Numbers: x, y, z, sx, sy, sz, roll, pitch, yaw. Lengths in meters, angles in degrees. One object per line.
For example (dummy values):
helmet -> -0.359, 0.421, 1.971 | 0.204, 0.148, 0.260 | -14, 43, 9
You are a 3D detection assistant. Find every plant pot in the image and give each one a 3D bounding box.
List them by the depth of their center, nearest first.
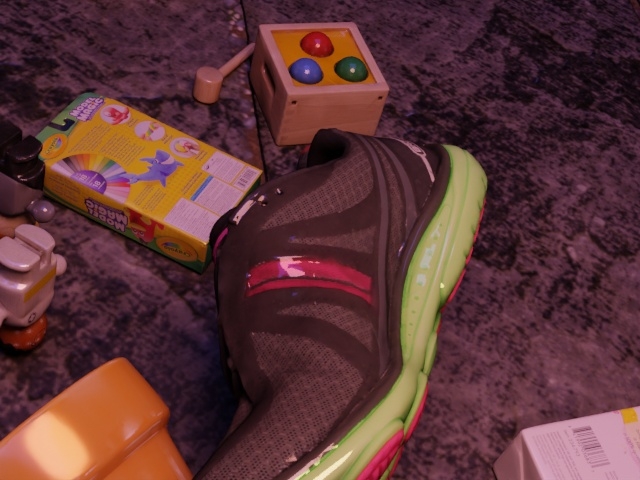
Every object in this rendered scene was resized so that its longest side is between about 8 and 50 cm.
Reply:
plant pot -> -0.155, 0.221, 0.636 | 0.188, 0.205, 0.205 | 47, 53, 4

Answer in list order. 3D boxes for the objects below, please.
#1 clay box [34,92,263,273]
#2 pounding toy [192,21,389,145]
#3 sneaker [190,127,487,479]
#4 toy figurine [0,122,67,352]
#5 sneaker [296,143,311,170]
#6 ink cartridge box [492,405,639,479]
clay box -> -0.188, -0.067, 0.953 | 0.222, 0.053, 0.127 | 26, 49, 9
pounding toy -> -0.048, -0.211, 1.086 | 0.206, 0.094, 0.181 | -7, 52, -21
sneaker -> -0.013, 0.072, 0.696 | 0.202, 0.185, 0.483 | 21, 39, 6
toy figurine -> -0.337, 0.008, 0.795 | 0.209, 0.148, 0.213 | -4, 49, -26
sneaker -> 0.000, 0.000, 0.915 | 0.135, 0.098, 0.276 | 0, 52, -18
ink cartridge box -> 0.292, 0.226, 0.814 | 0.230, 0.078, 0.134 | -5, 53, -19
